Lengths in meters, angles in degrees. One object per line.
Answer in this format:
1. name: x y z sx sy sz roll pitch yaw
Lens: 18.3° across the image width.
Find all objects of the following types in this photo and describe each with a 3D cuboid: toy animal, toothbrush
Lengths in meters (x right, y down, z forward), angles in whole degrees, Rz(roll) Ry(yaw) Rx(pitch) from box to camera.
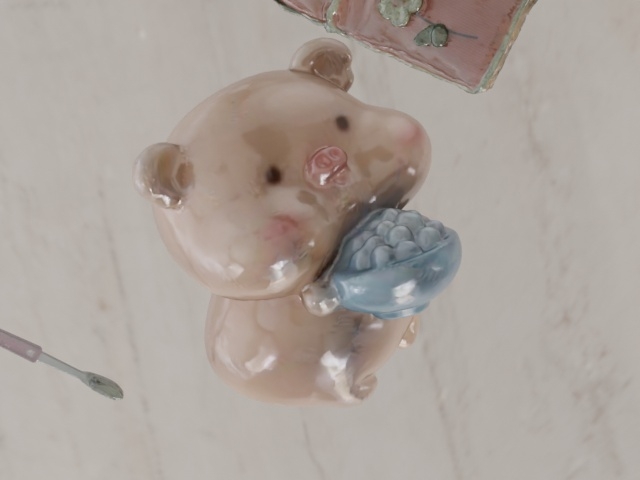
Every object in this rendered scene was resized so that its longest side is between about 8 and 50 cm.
1. toy animal: -0.015 -0.002 1.476 0.229 0.221 0.210 41 57 11
2. toothbrush: -0.237 0.081 1.535 0.194 0.017 0.014 28 93 -18

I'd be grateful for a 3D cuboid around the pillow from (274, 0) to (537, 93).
1. pillow: 0.035 -0.186 1.251 0.232 0.043 0.126 29 94 24
